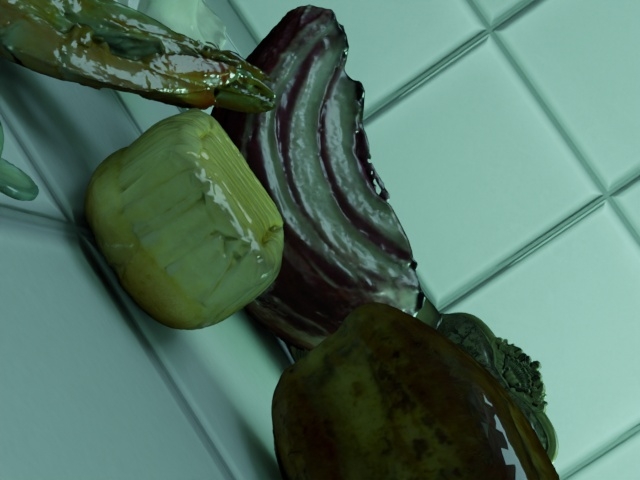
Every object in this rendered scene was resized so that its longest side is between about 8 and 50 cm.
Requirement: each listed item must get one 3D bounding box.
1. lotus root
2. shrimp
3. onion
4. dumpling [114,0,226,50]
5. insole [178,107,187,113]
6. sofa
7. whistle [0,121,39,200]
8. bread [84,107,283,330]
[{"bbox_3d":[0.084,0.192,1.084,0.193,0.193,0.291,46,12,-53],"label":"lotus root"},{"bbox_3d":[-0.147,-0.141,1.166,0.267,0.061,0.145,19,18,-31],"label":"shrimp"},{"bbox_3d":[-0.044,-0.016,1.337,0.314,0.146,0.280,66,-31,13],"label":"onion"},{"bbox_3d":[-0.213,-0.302,1.439,0.260,0.181,0.341,-94,172,-59],"label":"dumpling"},{"bbox_3d":[-0.139,-0.126,1.773,0.152,0.002,0.053,54,7,-12],"label":"insole"},{"bbox_3d":[0.103,0.131,1.467,0.200,0.182,0.258,46,12,-49],"label":"sofa"},{"bbox_3d":[-0.200,-0.043,0.701,0.114,0.077,0.235,36,11,-1],"label":"whistle"},{"bbox_3d":[-0.098,-0.015,1.108,0.140,0.106,0.236,53,7,-9],"label":"bread"}]
